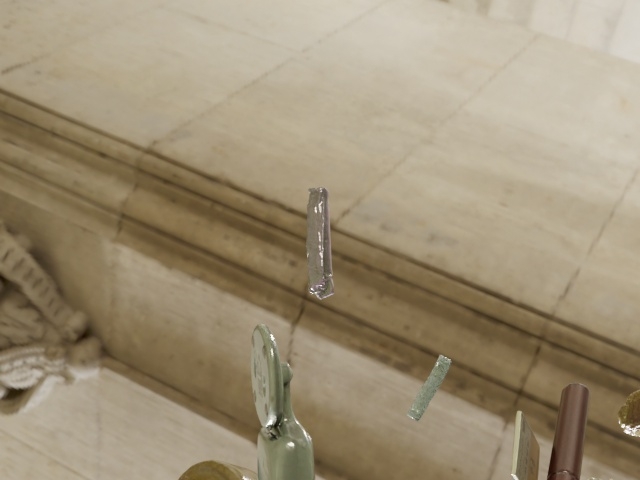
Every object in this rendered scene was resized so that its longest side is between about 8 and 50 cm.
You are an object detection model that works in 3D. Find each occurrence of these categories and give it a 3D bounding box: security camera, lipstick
[{"bbox_3d":[-0.057,0.273,1.491,0.157,0.080,0.301,-166,71,-76],"label":"security camera"},{"bbox_3d":[0.431,0.388,1.732,0.356,0.057,0.057,-61,-17,-49],"label":"lipstick"}]

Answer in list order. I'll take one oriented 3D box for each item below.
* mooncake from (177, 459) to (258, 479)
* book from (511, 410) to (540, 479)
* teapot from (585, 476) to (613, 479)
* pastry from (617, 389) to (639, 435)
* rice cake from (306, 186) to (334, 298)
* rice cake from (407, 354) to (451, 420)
[{"bbox_3d":[-0.206,0.534,1.913,0.117,0.235,0.234,30,-98,-35],"label":"mooncake"},{"bbox_3d":[0.366,0.391,1.756,0.172,0.012,0.118,55,-141,-51],"label":"book"},{"bbox_3d":[0.370,0.323,1.101,0.077,0.200,0.107,-24,-81,-37],"label":"teapot"},{"bbox_3d":[0.460,0.235,1.339,0.097,0.109,0.057,84,-173,-64],"label":"pastry"},{"bbox_3d":[0.000,0.000,2.187,0.049,0.055,0.269,27,-130,-44],"label":"rice cake"},{"bbox_3d":[0.228,0.306,2.054,0.170,0.033,0.029,-52,-14,-38],"label":"rice cake"}]
